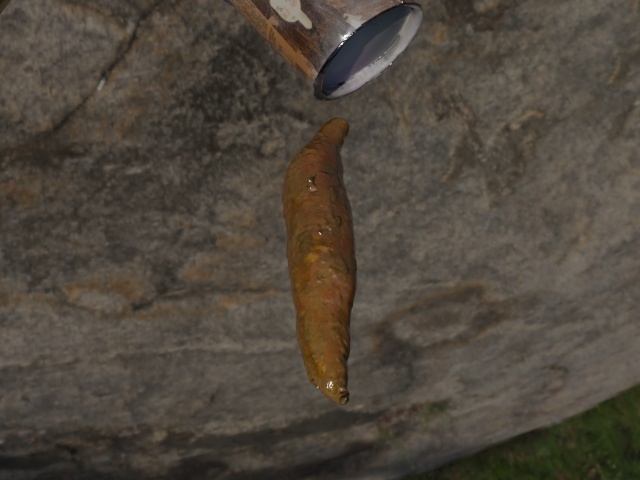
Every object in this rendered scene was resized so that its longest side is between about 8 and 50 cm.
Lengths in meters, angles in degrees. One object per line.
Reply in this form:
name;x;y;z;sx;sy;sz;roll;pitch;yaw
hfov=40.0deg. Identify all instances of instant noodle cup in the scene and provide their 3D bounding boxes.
instant noodle cup;0.003;-0.309;1.112;0.217;0.207;0.217;-34;167;-9

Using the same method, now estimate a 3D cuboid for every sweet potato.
sweet potato;0.000;0.000;0.746;0.066;0.314;0.072;-15;135;12

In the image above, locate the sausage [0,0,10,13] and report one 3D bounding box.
sausage;-0.387;-0.289;0.951;0.112;0.112;0.328;5;169;-34
